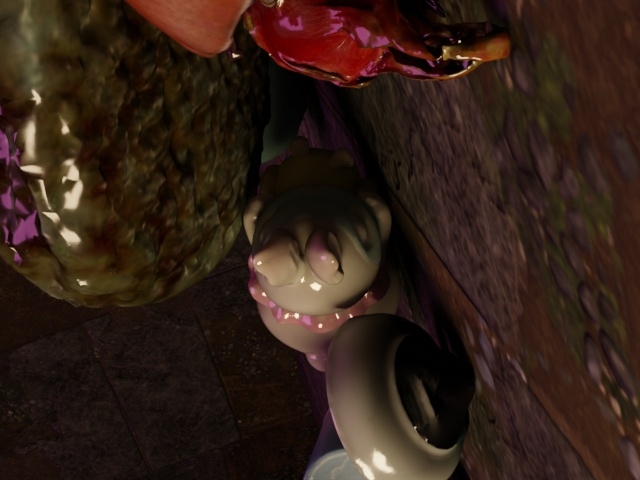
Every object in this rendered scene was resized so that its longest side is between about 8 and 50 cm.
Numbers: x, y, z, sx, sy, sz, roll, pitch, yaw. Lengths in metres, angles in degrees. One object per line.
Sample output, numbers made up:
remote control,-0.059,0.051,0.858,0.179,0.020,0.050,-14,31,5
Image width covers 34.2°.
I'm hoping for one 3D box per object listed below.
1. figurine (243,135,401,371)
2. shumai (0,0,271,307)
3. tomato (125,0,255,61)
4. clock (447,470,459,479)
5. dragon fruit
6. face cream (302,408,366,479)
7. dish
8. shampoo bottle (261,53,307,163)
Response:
figurine,0.000,0.000,0.807,0.235,0.127,0.155,76,-152,-68
shumai,-0.241,-0.144,0.758,0.395,0.348,0.395,3,-90,-76
tomato,-0.071,-0.204,0.468,0.199,0.112,0.228,-140,60,-72
clock,0.122,0.327,0.994,0.319,0.066,0.319,161,90,-87
dragon fruit,0.020,-0.115,0.488,0.190,0.094,0.094,39,149,62
face cream,0.040,0.162,0.873,0.250,0.077,0.077,-55,-53,-76
dish,0.078,0.108,0.745,0.141,0.078,0.141,33,-136,-39
shampoo bottle,-0.117,-0.235,1.001,0.222,0.151,0.350,-131,22,-68
